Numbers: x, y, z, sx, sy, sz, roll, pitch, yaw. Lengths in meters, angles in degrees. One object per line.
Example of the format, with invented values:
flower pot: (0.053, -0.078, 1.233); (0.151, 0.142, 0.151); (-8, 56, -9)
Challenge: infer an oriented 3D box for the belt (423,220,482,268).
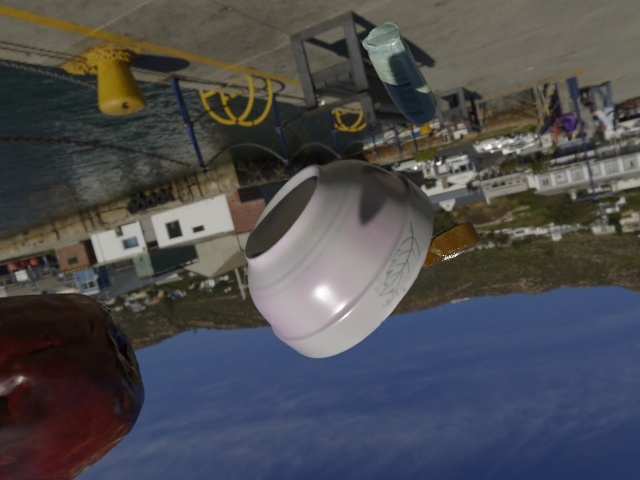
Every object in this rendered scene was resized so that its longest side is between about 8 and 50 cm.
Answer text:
belt: (0.165, 0.006, 0.603); (0.083, 0.036, 0.059); (-32, 164, 26)

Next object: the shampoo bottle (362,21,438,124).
shampoo bottle: (0.137, -0.264, 0.755); (0.072, 0.049, 0.212); (15, 169, 31)

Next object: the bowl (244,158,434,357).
bowl: (0.000, 0.000, 0.634); (0.287, 0.143, 0.287); (-41, -155, 24)

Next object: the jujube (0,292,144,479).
jujube: (-0.280, 0.131, 0.371); (0.243, 0.184, 0.183); (-22, -173, -16)
